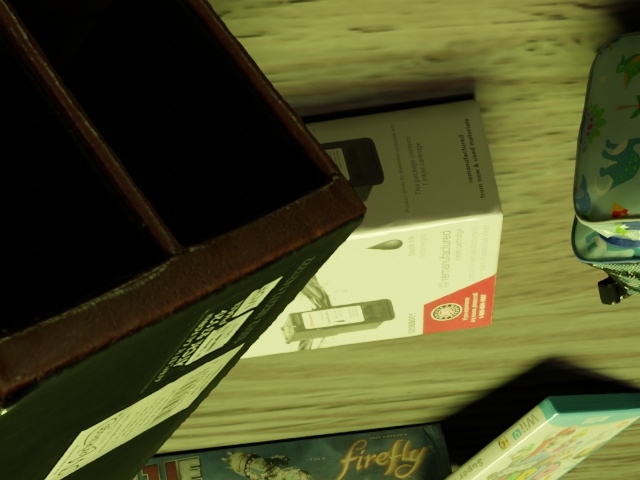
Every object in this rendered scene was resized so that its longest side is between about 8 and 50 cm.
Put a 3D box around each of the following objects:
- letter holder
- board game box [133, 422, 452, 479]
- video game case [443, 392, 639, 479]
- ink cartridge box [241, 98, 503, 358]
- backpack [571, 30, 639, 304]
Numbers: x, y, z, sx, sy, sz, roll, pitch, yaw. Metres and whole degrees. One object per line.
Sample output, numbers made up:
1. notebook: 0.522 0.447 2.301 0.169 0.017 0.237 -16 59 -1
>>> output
1. letter holder: -0.159 0.008 0.552 0.152 0.214 0.302 -27 166 -39
2. board game box: -0.037 0.189 0.985 0.243 0.042 0.165 -6 151 -5
3. video game case: 0.127 0.152 0.929 0.119 0.015 0.166 6 138 -48
4. ink cartridge box: 0.000 0.000 0.636 0.151 0.063 0.109 -8 151 -1
5. backpack: 0.159 -0.031 0.558 0.114 0.105 0.084 1 162 33
